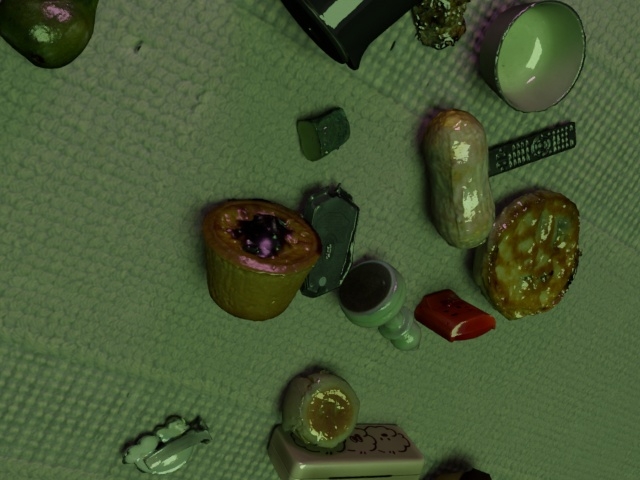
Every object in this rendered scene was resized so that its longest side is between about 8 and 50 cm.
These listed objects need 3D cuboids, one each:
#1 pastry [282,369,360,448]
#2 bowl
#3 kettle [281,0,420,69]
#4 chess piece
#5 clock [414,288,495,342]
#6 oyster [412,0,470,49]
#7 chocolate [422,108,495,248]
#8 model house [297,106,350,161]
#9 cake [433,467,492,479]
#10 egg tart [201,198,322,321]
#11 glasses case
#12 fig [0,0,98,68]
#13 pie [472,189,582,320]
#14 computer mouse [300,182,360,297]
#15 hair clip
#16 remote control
[{"bbox_3d":[0.001,0.354,1.607,0.165,0.088,0.166,3,83,-23],"label":"pastry"},{"bbox_3d":[0.387,-0.357,1.452,0.211,0.112,0.212,-11,119,-21],"label":"bowl"},{"bbox_3d":[0.072,-0.465,1.195,0.308,0.203,0.262,-42,127,2],"label":"kettle"},{"bbox_3d":[0.149,0.162,1.600,0.139,0.139,0.272,-42,137,-2],"label":"chess piece"},{"bbox_3d":[0.286,0.159,1.634,0.113,0.155,0.061,-13,110,-21],"label":"clock"},{"bbox_3d":[0.216,-0.426,1.373,0.105,0.056,0.177,-20,126,-7],"label":"oyster"},{"bbox_3d":[0.274,-0.111,1.505,0.134,0.134,0.309,-23,124,-15],"label":"chocolate"},{"bbox_3d":[0.010,-0.193,1.388,0.083,0.066,0.079,-30,114,-32],"label":"model house"},{"bbox_3d":[0.327,0.672,1.912,0.185,0.178,0.208,57,45,-21],"label":"cake"},{"bbox_3d":[-0.115,0.032,1.355,0.215,0.215,0.171,0,129,-26],"label":"egg tart"},{"bbox_3d":[0.060,0.474,1.683,0.336,0.144,0.076,7,112,-30],"label":"glasses case"},{"bbox_3d":[-0.376,-0.322,1.093,0.156,0.123,0.123,-50,126,-11],"label":"fig"},{"bbox_3d":[0.463,0.029,1.699,0.315,0.092,0.315,-13,117,-26],"label":"pie"},{"bbox_3d":[0.000,-0.001,1.465,0.126,0.071,0.231,-3,107,-39],"label":"computer mouse"},{"bbox_3d":[-0.303,0.418,1.535,0.172,0.049,0.116,-29,119,-8],"label":"hair clip"},{"bbox_3d":[0.437,-0.192,1.610,0.245,0.025,0.063,-19,120,-17],"label":"remote control"}]
